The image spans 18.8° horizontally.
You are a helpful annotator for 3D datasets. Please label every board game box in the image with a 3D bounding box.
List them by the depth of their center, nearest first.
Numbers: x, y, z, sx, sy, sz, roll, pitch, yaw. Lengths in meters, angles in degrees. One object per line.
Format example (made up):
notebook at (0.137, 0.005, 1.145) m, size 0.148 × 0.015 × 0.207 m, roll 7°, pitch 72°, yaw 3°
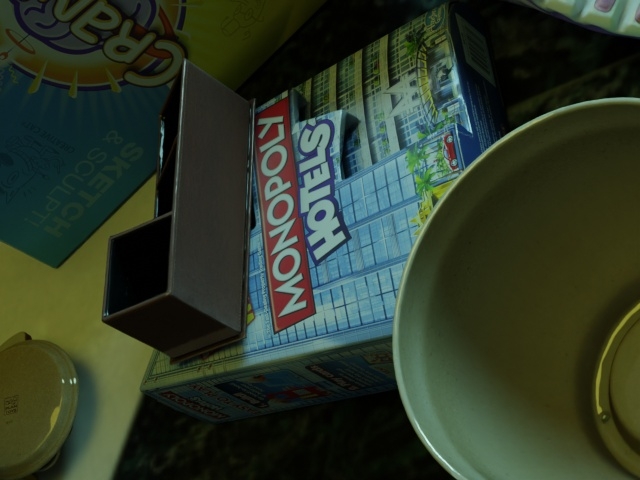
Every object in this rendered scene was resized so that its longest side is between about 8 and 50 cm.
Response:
board game box at (0.000, 0.000, 0.914) m, size 0.194 × 0.060 × 0.194 m, roll -27°, pitch 53°, yaw 26°
board game box at (-0.119, -0.150, 0.967) m, size 0.316 × 0.242 × 0.064 m, roll -44°, pitch 47°, yaw 15°

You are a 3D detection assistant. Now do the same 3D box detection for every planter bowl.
planter bowl at (0.124, 0.040, 0.752) m, size 0.162 × 0.109 × 0.162 m, roll -16°, pitch 60°, yaw 30°

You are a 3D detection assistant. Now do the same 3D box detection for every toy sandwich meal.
toy sandwich meal at (-0.155, 0.090, 1.021) m, size 0.085 × 0.029 × 0.085 m, roll -14°, pitch 62°, yaw 28°

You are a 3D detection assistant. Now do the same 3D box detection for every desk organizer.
desk organizer at (-0.065, -0.015, 0.899) m, size 0.047 × 0.050 × 0.130 m, roll -21°, pitch 53°, yaw 33°

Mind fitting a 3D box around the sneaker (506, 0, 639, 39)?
sneaker at (0.089, -0.148, 0.900) m, size 0.236 × 0.104 × 0.095 m, roll 22°, pitch 81°, yaw 22°
